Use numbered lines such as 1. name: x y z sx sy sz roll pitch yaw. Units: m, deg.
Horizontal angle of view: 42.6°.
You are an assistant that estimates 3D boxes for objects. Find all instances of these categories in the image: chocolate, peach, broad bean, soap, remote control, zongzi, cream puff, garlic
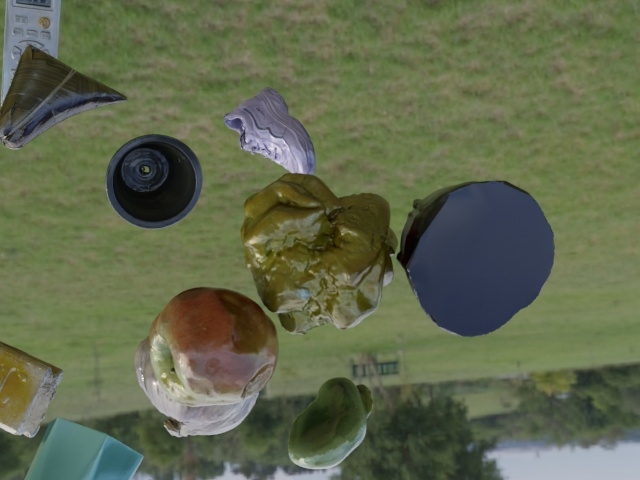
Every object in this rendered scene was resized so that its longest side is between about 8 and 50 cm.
1. chocolate: 0.251 0.015 1.460 0.284 0.283 0.186 0 -165 -20
2. peach: -0.178 0.186 1.440 0.236 0.214 0.214 1 167 -42
3. broad bean: 0.026 0.384 1.710 0.228 0.100 0.169 -45 -147 -24
4. soap: -0.711 0.308 1.798 0.258 0.160 0.080 19 169 17
5. remote control: -0.616 -0.415 1.758 0.110 0.312 0.055 6 -168 -9
6. zongzi: -0.427 -0.202 1.348 0.184 0.187 0.084 25 155 -25
7. cream puff: -0.003 -0.008 1.526 0.270 0.323 0.274 -30 118 18
8. garlic: -0.302 0.338 1.987 0.322 0.241 0.321 10 141 8

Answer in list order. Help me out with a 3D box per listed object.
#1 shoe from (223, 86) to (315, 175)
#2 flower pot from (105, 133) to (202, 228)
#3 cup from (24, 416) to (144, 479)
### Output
1. shoe: -0.111 -0.225 1.843 0.138 0.245 0.095 -28 162 -14
2. flower pot: -0.420 -0.158 2.026 0.235 0.235 0.148 0 -163 -22
3. cup: -0.356 0.370 1.098 0.148 0.235 0.134 17 151 15
